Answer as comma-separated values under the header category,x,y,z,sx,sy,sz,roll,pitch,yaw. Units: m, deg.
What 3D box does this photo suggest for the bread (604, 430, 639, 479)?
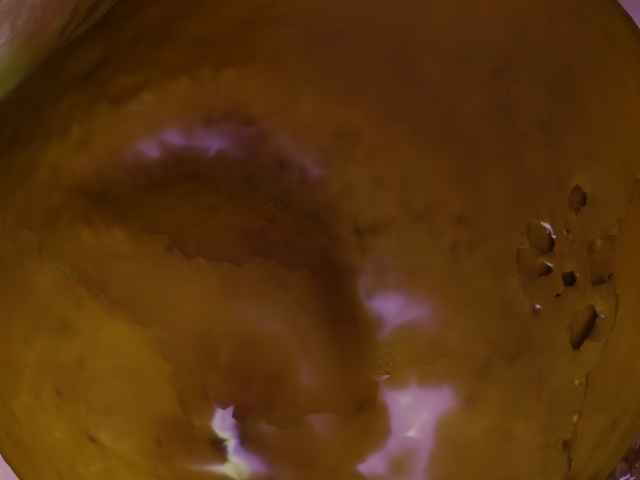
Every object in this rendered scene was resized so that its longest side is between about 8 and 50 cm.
category,x,y,z,sx,sy,sz,roll,pitch,yaw
bread,0.238,0.060,0.889,0.248,0.315,0.279,11,-167,-6

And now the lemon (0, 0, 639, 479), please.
category,x,y,z,sx,sy,sz,roll,pitch,yaw
lemon,0.000,0.001,0.596,0.297,0.297,0.297,4,151,2

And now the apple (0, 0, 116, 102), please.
category,x,y,z,sx,sy,sz,roll,pitch,yaw
apple,-0.182,-0.131,0.421,0.309,0.277,0.250,-28,112,16
